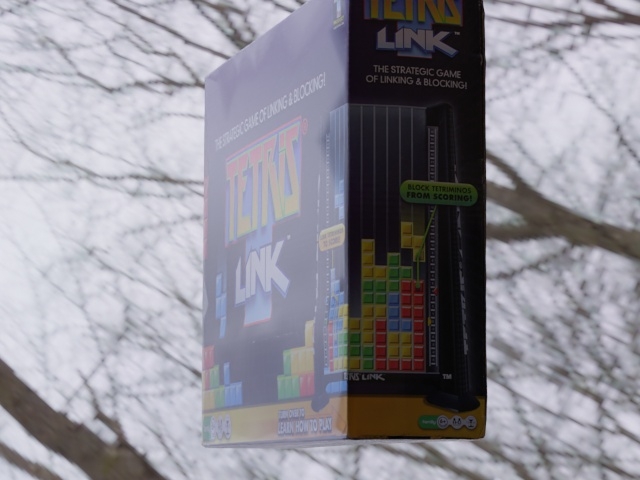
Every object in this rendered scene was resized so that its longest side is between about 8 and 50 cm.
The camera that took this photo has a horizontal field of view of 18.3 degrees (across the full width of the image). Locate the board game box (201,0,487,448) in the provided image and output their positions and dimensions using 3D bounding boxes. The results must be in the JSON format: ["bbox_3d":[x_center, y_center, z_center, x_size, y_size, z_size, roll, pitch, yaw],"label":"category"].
[{"bbox_3d":[0.002,-0.001,0.663,0.048,0.170,0.141,1,-97,-18],"label":"board game box"}]
